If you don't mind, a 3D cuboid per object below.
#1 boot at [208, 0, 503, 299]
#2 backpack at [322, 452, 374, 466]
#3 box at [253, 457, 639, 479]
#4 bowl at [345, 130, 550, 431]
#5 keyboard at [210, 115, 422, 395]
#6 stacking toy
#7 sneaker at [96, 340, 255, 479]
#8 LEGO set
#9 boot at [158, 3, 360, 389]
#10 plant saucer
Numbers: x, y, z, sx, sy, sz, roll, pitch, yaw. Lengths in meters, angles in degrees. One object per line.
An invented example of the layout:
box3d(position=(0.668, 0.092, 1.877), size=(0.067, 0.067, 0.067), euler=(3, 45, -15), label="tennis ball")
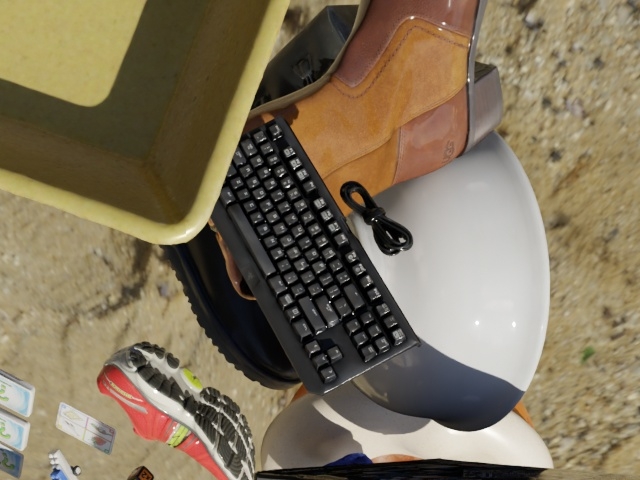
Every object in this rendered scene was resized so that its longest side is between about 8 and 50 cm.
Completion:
box3d(position=(0.002, -0.129, 0.916), size=(0.280, 0.264, 0.096), euler=(-33, 41, -25), label="boot")
box3d(position=(0.030, 0.286, 1.314), size=(0.101, 0.120, 0.098), euler=(-35, 74, 31), label="backpack")
box3d(position=(0.142, 0.238, 1.064), size=(0.293, 0.296, 0.073), euler=(-3, 83, 41), label="box")
box3d(position=(0.067, 0.032, 1.096), size=(0.134, 0.298, 0.297), euler=(-3, 75, -26), label="bowl")
box3d(position=(0.000, 0.000, 0.768), size=(0.108, 0.023, 0.180), euler=(-26, 70, -13), label="keyboard")
box3d(position=(0.126, 0.145, 1.579), size=(0.351, 0.350, 0.479), euler=(11, 45, -1), label="stacking toy")
box3d(position=(-0.204, 0.256, 1.717), size=(0.279, 0.118, 0.107), euler=(48, 31, -18), label="sneaker")
box3d(position=(-0.322, 0.267, 1.441), size=(0.244, 0.182, 0.060), euler=(26, 40, 7), label="LEGO set")
box3d(position=(-0.006, -0.043, 1.568), size=(0.367, 0.445, 0.146), euler=(54, 34, 0), label="boot")
box3d(position=(-0.160, -0.190, 0.609), size=(0.333, 0.081, 0.332), euler=(19, 77, 3), label="plant saucer")
